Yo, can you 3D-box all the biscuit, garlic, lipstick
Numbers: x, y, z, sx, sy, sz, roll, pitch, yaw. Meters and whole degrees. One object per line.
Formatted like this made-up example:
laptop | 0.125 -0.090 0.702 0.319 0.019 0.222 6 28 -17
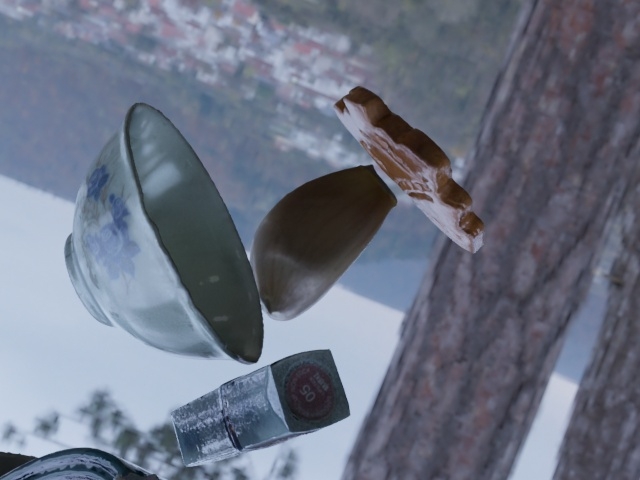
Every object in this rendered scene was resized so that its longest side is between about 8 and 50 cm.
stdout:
biscuit | 0.131 -0.083 1.636 0.306 0.043 0.284 49 175 -28
garlic | -0.008 -0.005 1.819 0.143 0.318 0.112 39 154 8
lipstick | -0.070 0.174 1.223 0.078 0.076 0.290 -13 172 -29

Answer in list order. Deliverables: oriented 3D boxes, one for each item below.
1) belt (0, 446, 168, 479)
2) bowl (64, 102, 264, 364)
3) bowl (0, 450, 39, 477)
belt | -0.273 0.384 1.189 0.437 0.300 0.173 -34 130 30
bowl | -0.193 0.016 1.343 0.146 0.313 0.313 -23 168 9
bowl | -0.458 0.441 1.750 0.287 0.143 0.287 16 -160 -6
